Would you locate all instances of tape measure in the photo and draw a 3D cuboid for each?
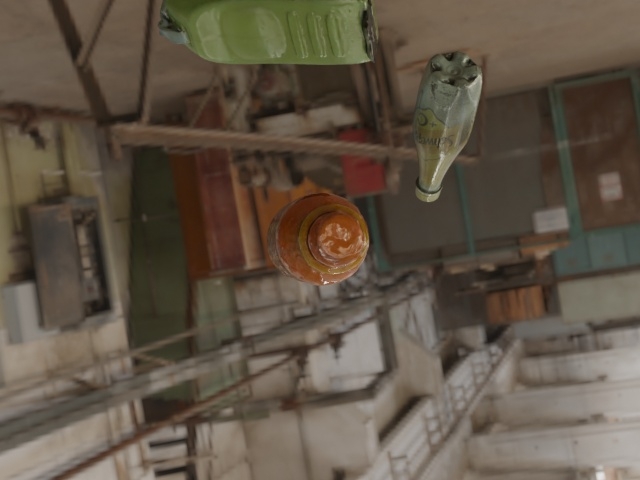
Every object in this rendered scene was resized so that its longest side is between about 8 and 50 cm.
[{"bbox_3d":[-0.043,-0.228,0.939,0.199,0.175,0.106,-2,143,14],"label":"tape measure"}]

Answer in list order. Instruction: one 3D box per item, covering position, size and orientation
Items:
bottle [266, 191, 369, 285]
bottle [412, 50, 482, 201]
[{"bbox_3d":[0.000,0.000,0.736,0.069,0.069,0.187,-10,-179,-5],"label":"bottle"},{"bbox_3d":[0.167,-0.146,1.462,0.083,0.083,0.270,-10,145,-10],"label":"bottle"}]
